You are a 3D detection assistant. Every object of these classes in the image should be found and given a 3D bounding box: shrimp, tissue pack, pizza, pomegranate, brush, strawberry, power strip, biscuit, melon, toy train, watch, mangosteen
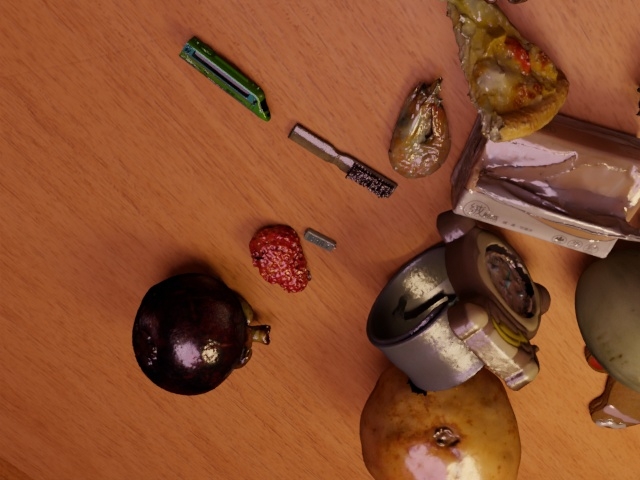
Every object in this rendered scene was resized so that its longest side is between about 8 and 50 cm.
[{"bbox_3d":[0.200,-0.212,1.171,0.115,0.051,0.217,11,126,-3],"label":"shrimp"},{"bbox_3d":[0.410,-0.095,1.100,0.305,0.238,0.238,17,127,0],"label":"tissue pack"},{"bbox_3d":[0.285,-0.301,0.982,0.288,0.280,0.075,51,143,-10],"label":"pizza"},{"bbox_3d":[0.275,0.446,1.444,0.410,0.410,0.410,6,126,8],"label":"pomegranate"},{"bbox_3d":[0.045,-0.158,1.252,0.248,0.036,0.043,31,121,-10],"label":"brush"},{"bbox_3d":[-0.087,0.053,1.404,0.121,0.082,0.188,-23,114,22],"label":"strawberry"},{"bbox_3d":[0.000,0.000,1.385,0.083,0.017,0.027,27,128,-5],"label":"power strip"},{"bbox_3d":[0.757,0.298,1.402,0.283,0.064,0.432,0,125,12],"label":"biscuit"},{"bbox_3d":[0.642,0.162,1.190,0.271,0.308,0.272,-10,130,-12],"label":"melon"},{"bbox_3d":[-0.171,-0.312,1.183,0.209,0.044,0.042,36,123,-14],"label":"toy train"},{"bbox_3d":[0.250,0.158,1.242,0.314,0.335,0.327,42,128,-17],"label":"watch"},{"bbox_3d":[-0.299,0.215,1.461,0.297,0.293,0.297,24,133,29],"label":"mangosteen"}]

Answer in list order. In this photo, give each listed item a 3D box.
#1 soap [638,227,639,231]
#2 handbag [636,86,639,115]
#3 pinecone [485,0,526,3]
[{"bbox_3d":[0.782,-0.007,1.106,0.281,0.143,0.259,30,154,-12],"label":"soap"},{"bbox_3d":[0.716,-0.304,0.933,0.327,0.162,0.325,17,124,10],"label":"handbag"},{"bbox_3d":[0.287,-0.476,0.835,0.298,0.242,0.296,22,97,9],"label":"pinecone"}]
